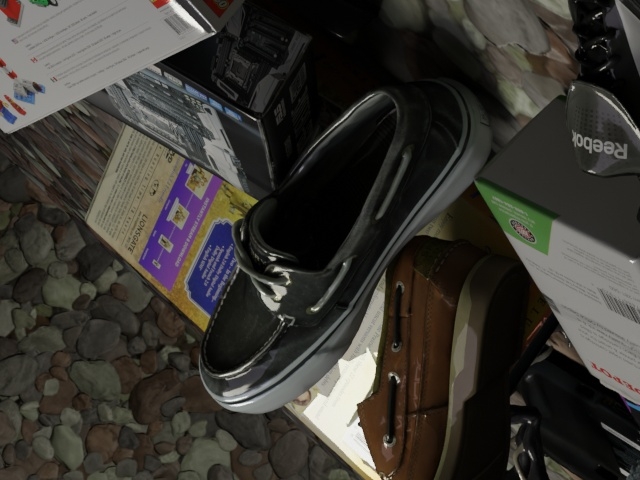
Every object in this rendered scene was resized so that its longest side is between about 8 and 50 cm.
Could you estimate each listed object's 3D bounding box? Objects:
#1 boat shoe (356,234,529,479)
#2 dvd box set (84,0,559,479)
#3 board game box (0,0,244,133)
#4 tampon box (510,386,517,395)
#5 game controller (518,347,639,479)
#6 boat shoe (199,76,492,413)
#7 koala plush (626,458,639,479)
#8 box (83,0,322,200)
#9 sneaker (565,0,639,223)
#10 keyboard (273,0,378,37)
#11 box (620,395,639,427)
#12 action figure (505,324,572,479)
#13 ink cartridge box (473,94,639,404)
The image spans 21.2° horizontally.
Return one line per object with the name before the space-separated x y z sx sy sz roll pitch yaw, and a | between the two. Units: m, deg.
boat shoe | 0.088 0.143 1.367 0.104 0.307 0.111 19 -162 28
dvd box set | 0.000 0.000 1.479 0.420 0.062 0.307 41 130 16
board game box | -0.195 -0.179 1.107 0.193 0.053 0.305 47 150 -19
tampon box | 0.109 0.130 1.852 0.161 0.101 0.120 31 162 50
game controller | 0.306 0.208 1.601 0.319 0.067 0.166 31 148 46
boat shoe | -0.012 -0.001 1.304 0.119 0.335 0.121 9 -144 -46
koala plush | 0.317 0.232 1.296 0.221 0.196 0.203 38 177 -3
box | -0.148 -0.156 1.302 0.307 0.076 0.242 30 168 8
sneaker | 0.168 -0.089 0.910 0.078 0.106 0.234 26 158 55
keyboard | -0.110 -0.231 1.226 0.317 0.033 0.201 28 -164 4
box | 0.292 0.138 1.419 0.116 0.029 0.162 30 163 50
action figure | 0.160 0.111 1.553 0.164 0.141 0.275 127 119 -86
ink cartridge box | 0.222 0.026 1.148 0.160 0.092 0.219 31 163 49
